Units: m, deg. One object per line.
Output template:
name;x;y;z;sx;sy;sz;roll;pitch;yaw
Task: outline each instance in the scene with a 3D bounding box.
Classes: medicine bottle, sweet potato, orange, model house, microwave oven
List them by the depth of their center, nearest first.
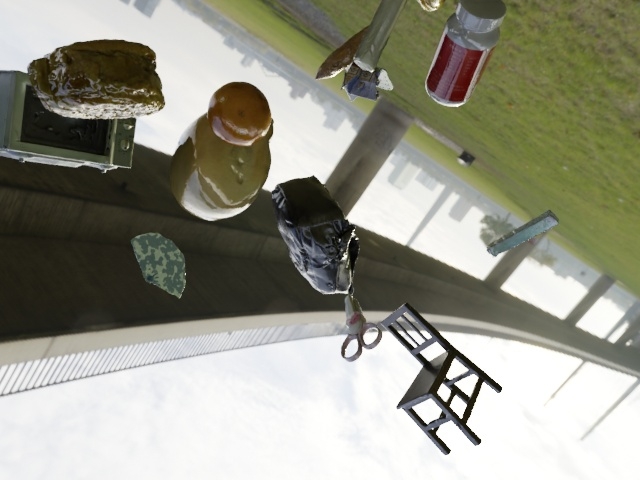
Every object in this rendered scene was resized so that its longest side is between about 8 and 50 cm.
medicine bottle;0.345;-0.454;1.158;0.131;0.131;0.250;39;153;17
orange;-0.198;-0.308;1.176;0.156;0.156;0.124;31;-178;-14
sweet potato;0.067;-0.507;1.314;0.068;0.206;0.060;52;-165;30
microwave oven;-0.742;-0.317;1.335;0.286;0.218;0.355;11;-174;29
model house;0.126;-0.477;1.478;0.167;0.088;0.117;24;172;25

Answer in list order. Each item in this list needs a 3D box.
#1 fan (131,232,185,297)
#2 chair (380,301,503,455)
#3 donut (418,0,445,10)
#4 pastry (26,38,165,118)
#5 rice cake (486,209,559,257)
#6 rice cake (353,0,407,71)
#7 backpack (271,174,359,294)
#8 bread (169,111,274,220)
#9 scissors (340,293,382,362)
fan;-0.434;0.065;1.317;0.009;0.131;0.240;11;141;37
chair;0.341;0.444;1.558;0.416;0.203;0.240;41;-127;5
donut;0.315;-0.792;1.235;0.170;0.360;0.360;18;-162;-9
pastry;-0.428;-0.298;0.937;0.235;0.132;0.240;-17;-173;-25
rice cake;0.578;-0.017;1.384;0.043;0.211;0.034;50;-154;-14
rice cake;0.153;-0.520;1.132;0.057;0.256;0.052;29;175;-36
backpack;0.000;0.000;1.708;0.363;0.255;0.445;-122;15;-47
bread;-0.318;-0.234;1.468;0.253;0.348;0.376;15;175;-22
scissors;0.095;0.215;1.260;0.030;0.118;0.242;48;-165;-23
